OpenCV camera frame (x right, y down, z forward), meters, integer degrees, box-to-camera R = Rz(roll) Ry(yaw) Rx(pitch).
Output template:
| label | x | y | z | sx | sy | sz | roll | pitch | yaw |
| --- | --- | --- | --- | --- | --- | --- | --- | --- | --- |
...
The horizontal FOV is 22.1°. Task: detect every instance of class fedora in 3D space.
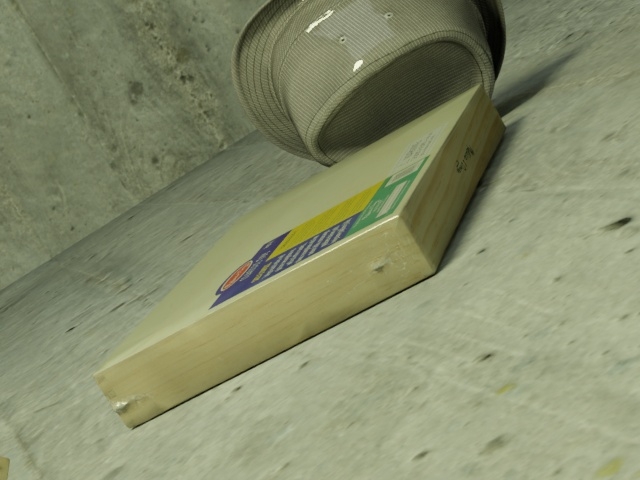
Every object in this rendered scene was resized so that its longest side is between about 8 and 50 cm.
| label | x | y | z | sx | sy | sz | roll | pitch | yaw |
| --- | --- | --- | --- | --- | --- | --- | --- | --- | --- |
| fedora | 0.059 | -0.150 | 1.580 | 0.275 | 0.244 | 0.124 | -22 | 38 | 4 |

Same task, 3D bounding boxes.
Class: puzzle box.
| label | x | y | z | sx | sy | sz | roll | pitch | yaw |
| --- | --- | --- | --- | --- | --- | --- | --- | --- | --- |
| puzzle box | 0.000 | 0.000 | 1.333 | 0.272 | 0.052 | 0.409 | -28 | 10 | 21 |

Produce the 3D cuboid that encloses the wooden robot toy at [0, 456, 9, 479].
| label | x | y | z | sx | sy | sz | roll | pitch | yaw |
| --- | --- | --- | --- | --- | --- | --- | --- | --- | --- |
| wooden robot toy | -0.268 | 0.210 | 1.107 | 0.079 | 0.076 | 0.173 | -67 | -10 | 29 |
